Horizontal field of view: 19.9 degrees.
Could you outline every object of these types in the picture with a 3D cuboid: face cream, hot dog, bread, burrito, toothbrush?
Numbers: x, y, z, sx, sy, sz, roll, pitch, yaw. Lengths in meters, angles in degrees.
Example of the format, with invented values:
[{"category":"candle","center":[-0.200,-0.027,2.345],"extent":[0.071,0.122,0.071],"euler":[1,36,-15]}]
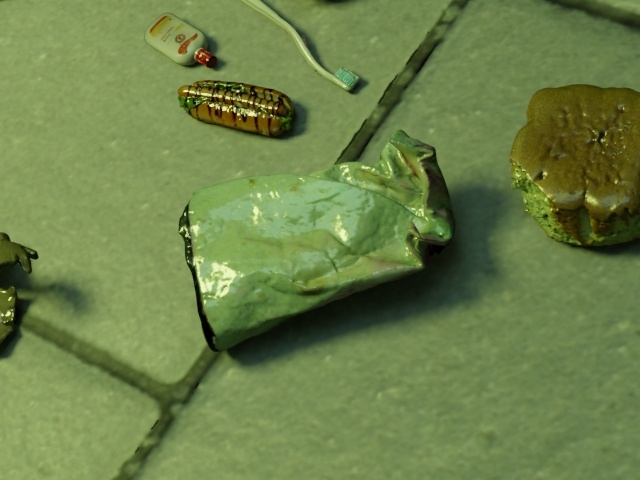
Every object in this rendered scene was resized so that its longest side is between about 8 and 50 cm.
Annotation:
[{"category":"face cream","center":[-0.131,-0.188,1.741],"extent":[0.083,0.021,0.040],"euler":[34,74,33]},{"category":"hot dog","center":[-0.078,-0.125,1.672],"extent":[0.122,0.037,0.049],"euler":[12,59,23]},{"category":"bread","center":[0.222,-0.063,1.508],"extent":[0.128,0.069,0.140],"euler":[2,57,21]},{"category":"burrito","center":[0.000,0.000,1.533],"extent":[0.228,0.089,0.144],"euler":[-16,68,9]},{"category":"toothbrush","center":[-0.032,-0.195,1.715],"extent":[0.022,0.017,0.204],"euler":[-47,55,-2]}]

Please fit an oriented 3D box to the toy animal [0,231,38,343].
[{"category":"toy animal","center":[-0.353,0.028,1.640],"extent":[0.214,0.094,0.186],"euler":[-29,48,8]}]
